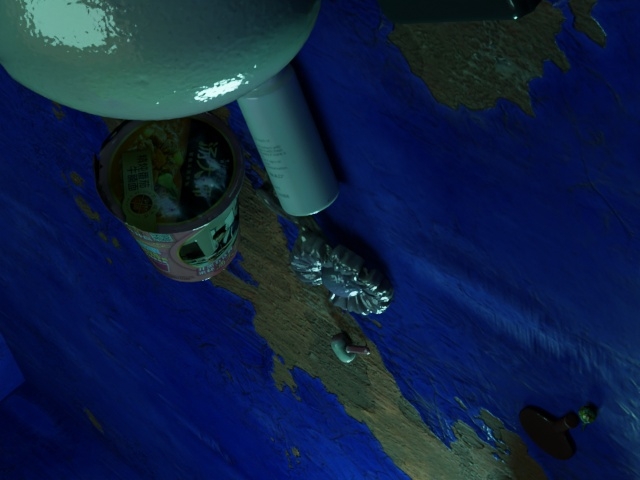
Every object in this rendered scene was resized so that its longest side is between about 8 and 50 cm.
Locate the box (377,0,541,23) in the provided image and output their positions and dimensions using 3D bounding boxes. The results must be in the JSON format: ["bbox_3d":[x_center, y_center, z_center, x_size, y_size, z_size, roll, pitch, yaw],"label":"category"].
[{"bbox_3d":[0.120,-0.303,1.425,0.230,0.050,0.160,10,136,55],"label":"box"}]

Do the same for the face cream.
[{"bbox_3d":[-0.061,-0.177,1.870,0.092,0.092,0.311,23,146,45],"label":"face cream"}]

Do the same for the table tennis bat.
[{"bbox_3d":[0.333,0.274,1.955,0.098,0.019,0.154,47,158,6],"label":"table tennis bat"}]

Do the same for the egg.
[{"bbox_3d":[-0.164,-0.300,1.593,0.340,0.354,0.354,18,147,13],"label":"egg"}]

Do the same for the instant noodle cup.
[{"bbox_3d":[-0.224,-0.055,2.197,0.244,0.244,0.255,39,161,21],"label":"instant noodle cup"}]

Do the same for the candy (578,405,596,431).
[{"bbox_3d":[0.362,0.247,1.867,0.083,0.025,0.023,87,180,-66],"label":"candy"}]

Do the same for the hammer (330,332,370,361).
[{"bbox_3d":[0.054,0.182,2.281,0.083,0.031,0.052,0,131,52],"label":"hammer"}]

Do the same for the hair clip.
[{"bbox_3d":[-0.006,0.003,2.068,0.300,0.069,0.173,54,155,-11],"label":"hair clip"}]
